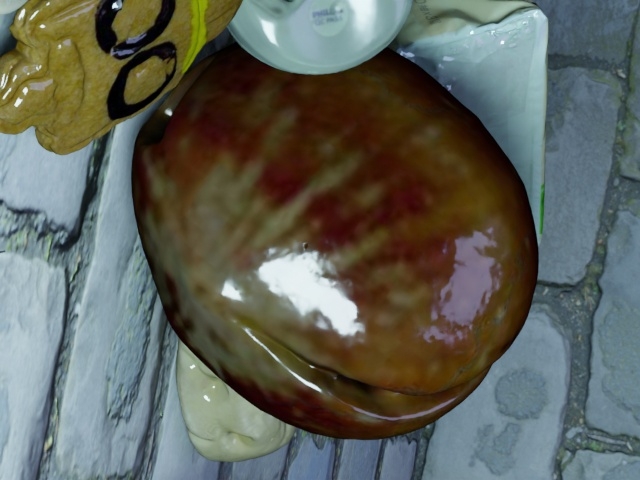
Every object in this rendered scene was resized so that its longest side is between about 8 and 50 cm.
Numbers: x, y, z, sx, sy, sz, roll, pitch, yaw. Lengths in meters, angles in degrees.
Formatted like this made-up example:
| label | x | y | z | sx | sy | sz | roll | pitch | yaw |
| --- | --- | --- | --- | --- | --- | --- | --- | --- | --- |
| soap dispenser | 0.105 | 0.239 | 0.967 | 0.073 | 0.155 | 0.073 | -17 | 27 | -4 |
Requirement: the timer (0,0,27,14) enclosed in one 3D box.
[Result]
| label | x | y | z | sx | sy | sz | roll | pitch | yaw |
| --- | --- | --- | --- | --- | --- | --- | --- | --- | --- |
| timer | -0.172 | -0.234 | 1.276 | 0.175 | 0.266 | 0.175 | 9 | 90 | -74 |

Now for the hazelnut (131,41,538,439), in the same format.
| label | x | y | z | sx | sy | sz | roll | pitch | yaw |
| --- | --- | --- | --- | --- | --- | --- | --- | --- | --- |
| hazelnut | 0.000 | 0.000 | 1.783 | 0.402 | 0.429 | 0.402 | -38 | 176 | -3 |

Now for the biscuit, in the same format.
| label | x | y | z | sx | sy | sz | roll | pitch | yaw |
| --- | --- | --- | --- | --- | --- | --- | --- | --- | --- |
| biscuit | -0.169 | -0.172 | 1.479 | 0.290 | 0.041 | 0.208 | -36 | 152 | -24 |

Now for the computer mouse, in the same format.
| label | x | y | z | sx | sy | sz | roll | pitch | yaw |
| --- | --- | --- | --- | --- | --- | --- | --- | --- | --- |
| computer mouse | -0.029 | -0.316 | 1.670 | 0.095 | 0.197 | 0.330 | 141 | -66 | -72 |

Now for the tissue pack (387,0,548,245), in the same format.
| label | x | y | z | sx | sy | sz | roll | pitch | yaw |
| --- | --- | --- | --- | --- | --- | --- | --- | --- | --- |
| tissue pack | 0.116 | -0.197 | 2.100 | 0.405 | 0.205 | 0.331 | -119 | -161 | -53 |

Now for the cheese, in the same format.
| label | x | y | z | sx | sy | sz | roll | pitch | yaw |
| --- | --- | --- | --- | --- | --- | --- | --- | --- | --- |
| cheese | -0.087 | 0.141 | 2.037 | 0.218 | 0.117 | 0.235 | 20 | 76 | -72 |
